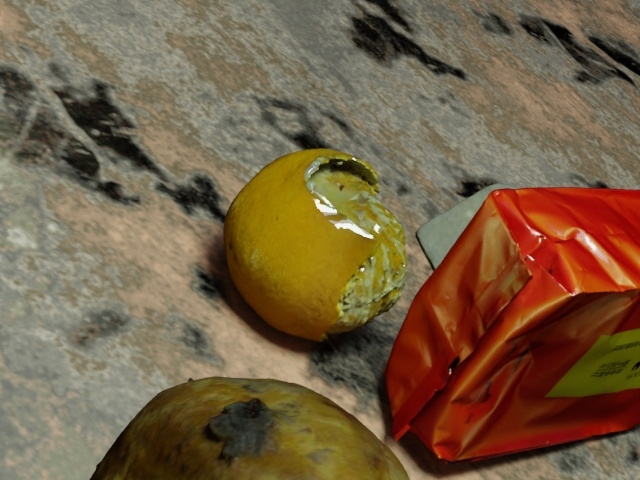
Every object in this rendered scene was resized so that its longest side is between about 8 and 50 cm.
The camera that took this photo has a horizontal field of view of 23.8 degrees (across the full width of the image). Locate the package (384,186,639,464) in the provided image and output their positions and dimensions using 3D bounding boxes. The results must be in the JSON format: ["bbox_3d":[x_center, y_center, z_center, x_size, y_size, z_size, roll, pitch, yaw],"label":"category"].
[{"bbox_3d":[0.227,0.063,1.232,0.424,0.196,0.123,-2,45,-45],"label":"package"}]

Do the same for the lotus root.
[{"bbox_3d":[-0.028,0.169,0.794,0.193,0.193,0.291,20,2,-20],"label":"lotus root"}]

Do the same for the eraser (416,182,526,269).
[{"bbox_3d":[0.262,0.025,1.429,0.352,0.077,0.111,9,36,-33],"label":"eraser"}]

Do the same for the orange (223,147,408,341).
[{"bbox_3d":[0.000,0.000,1.179,0.157,0.134,0.156,11,46,-11],"label":"orange"}]
